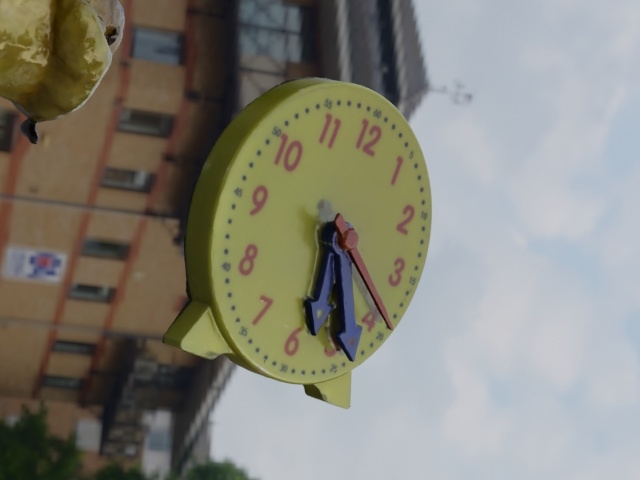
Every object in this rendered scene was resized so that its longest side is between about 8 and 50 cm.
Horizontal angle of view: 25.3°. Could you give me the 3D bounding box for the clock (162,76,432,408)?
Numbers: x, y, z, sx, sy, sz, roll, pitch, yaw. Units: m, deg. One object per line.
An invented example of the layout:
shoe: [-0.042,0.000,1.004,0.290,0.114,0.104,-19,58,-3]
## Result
clock: [0.003,-0.001,1.287,0.071,0.277,0.293,12,-94,45]

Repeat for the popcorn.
popcorn: [-0.362,-0.292,1.589,0.281,0.316,0.297,-60,-157,5]
